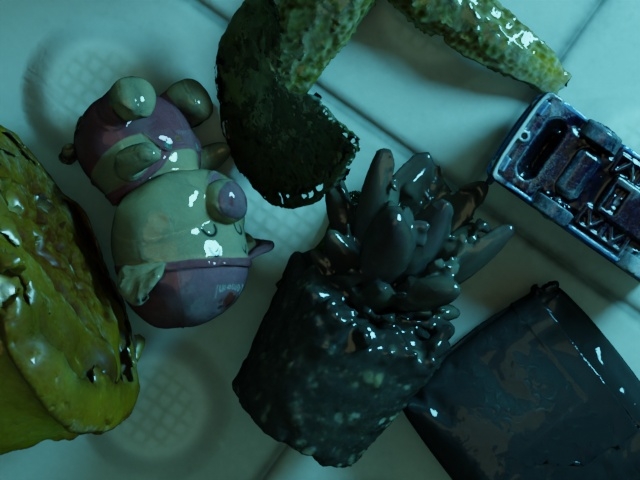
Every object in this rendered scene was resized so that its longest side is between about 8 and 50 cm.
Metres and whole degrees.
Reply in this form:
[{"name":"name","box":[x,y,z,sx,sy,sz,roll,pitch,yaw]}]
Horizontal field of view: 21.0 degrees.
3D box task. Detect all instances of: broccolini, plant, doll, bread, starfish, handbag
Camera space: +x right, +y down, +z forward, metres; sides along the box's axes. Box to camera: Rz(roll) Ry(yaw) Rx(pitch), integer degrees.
[{"name":"broccolini","box":[0.000,0.000,1.838,0.140,0.030,0.035,-44,87,6]},{"name":"plant","box":[0.058,0.067,1.760,0.194,0.181,0.320,27,103,-24]},{"name":"doll","box":[-0.148,-0.039,1.757,0.196,0.152,0.256,-14,80,-32]},{"name":"bread","box":[-0.321,0.057,1.670,0.204,0.358,0.337,-32,93,7]},{"name":"starfish","box":[0.109,-0.275,1.797,0.432,0.082,0.324,-18,92,-1]},{"name":"handbag","box":[0.234,0.194,1.825,0.223,0.080,0.247,-37,94,1]}]

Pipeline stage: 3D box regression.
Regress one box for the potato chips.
[{"name":"potato chips","box":[-0.045,-0.140,1.757,0.029,0.202,0.220,-17,92,-37]}]

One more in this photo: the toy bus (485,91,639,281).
[{"name":"toy bus","box":[0.286,-0.050,1.785,0.234,0.133,0.116,34,94,-8]}]
